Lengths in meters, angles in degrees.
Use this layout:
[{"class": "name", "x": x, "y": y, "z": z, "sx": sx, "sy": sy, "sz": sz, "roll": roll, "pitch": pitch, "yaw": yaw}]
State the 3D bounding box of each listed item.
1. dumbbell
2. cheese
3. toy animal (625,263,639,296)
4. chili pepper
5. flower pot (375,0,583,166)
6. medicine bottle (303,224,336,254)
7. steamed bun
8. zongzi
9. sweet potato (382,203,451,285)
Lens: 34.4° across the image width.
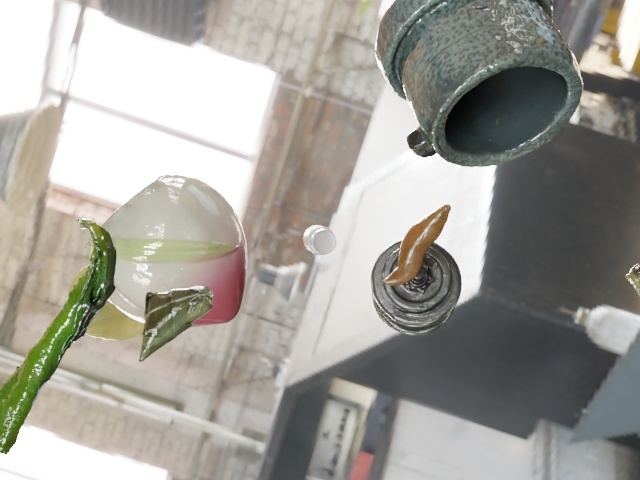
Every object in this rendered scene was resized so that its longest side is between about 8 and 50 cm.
[{"class": "dumbbell", "x": 0.203, "y": 0.101, "z": 2.215, "sx": 0.290, "sy": 0.192, "sz": 0.192, "roll": 77, "pitch": -149, "yaw": -75}, {"class": "cheese", "x": -0.465, "y": 0.144, "z": 2.353, "sx": 0.214, "sy": 0.226, "sz": 0.117, "roll": 115, "pitch": 156, "yaw": -45}, {"class": "toy animal", "x": 0.524, "y": 0.068, "z": 1.554, "sx": 0.103, "sy": 0.101, "sz": 0.218, "roll": -38, "pitch": -13, "yaw": 38}, {"class": "chili pepper", "x": -0.377, "y": 0.136, "z": 1.448, "sx": 0.076, "sy": 0.085, "sz": 0.359, "roll": 19, "pitch": -75, "yaw": -54}, {"class": "flower pot", "x": 0.231, "y": -0.277, "z": 1.577, "sx": 0.299, "sy": 0.299, "sz": 0.283, "roll": 108, "pitch": 148, "yaw": -52}, {"class": "medicine bottle", "x": 0.000, "y": 0.000, "z": 1.858, "sx": 0.089, "sy": 0.052, "sz": 0.052, "roll": -157, "pitch": 86, "yaw": -80}, {"class": "steamed bun", "x": -0.263, "y": 0.045, "z": 1.953, "sx": 0.309, "sy": 0.309, "sz": 0.309, "roll": 18, "pitch": -90, "yaw": -90}, {"class": "zongzi", "x": -0.212, "y": 0.125, "z": 1.539, "sx": 0.055, "sy": 0.109, "sz": 0.119, "roll": 65, "pitch": -159, "yaw": -50}, {"class": "sweet potato", "x": 0.184, "y": 0.007, "z": 1.959, "sx": 0.202, "sy": 0.055, "sz": 0.058, "roll": -61, "pitch": 26, "yaw": 24}]
